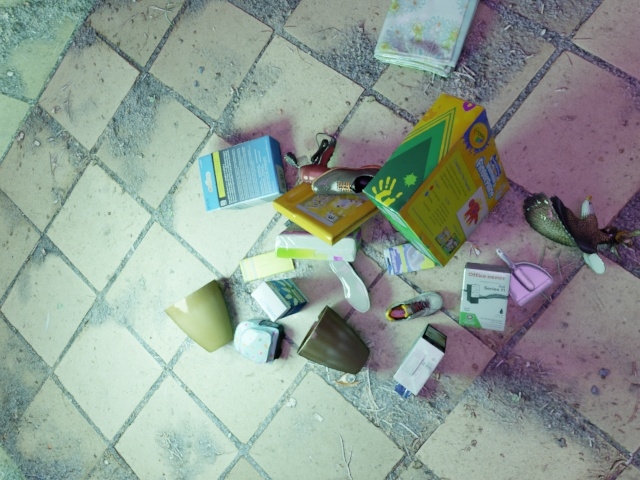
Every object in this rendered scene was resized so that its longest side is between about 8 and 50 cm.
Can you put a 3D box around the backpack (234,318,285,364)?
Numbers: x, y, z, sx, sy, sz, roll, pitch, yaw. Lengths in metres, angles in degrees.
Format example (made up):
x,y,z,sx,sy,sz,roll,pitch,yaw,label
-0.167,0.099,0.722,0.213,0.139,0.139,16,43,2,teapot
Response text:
x,y,z,sx,sy,sz,roll,pitch,yaw,label
-0.259,0.406,1.666,0.188,0.144,0.166,13,97,20,backpack

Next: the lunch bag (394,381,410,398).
x,y,z,sx,sy,sz,roll,pitch,yaw,label
0.323,0.529,1.516,0.065,0.067,0.099,29,95,16,lunch bag

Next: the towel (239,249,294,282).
x,y,z,sx,sy,sz,roll,pitch,yaw,label
-0.227,0.104,1.734,0.237,0.021,0.102,-16,88,15,towel

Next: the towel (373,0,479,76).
x,y,z,sx,sy,sz,roll,pitch,yaw,label
0.405,-0.830,1.544,0.320,0.090,0.375,21,93,16,towel

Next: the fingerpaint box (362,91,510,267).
x,y,z,sx,sy,sz,roll,pitch,yaw,label
0.387,-0.167,1.305,0.371,0.444,0.163,-51,50,3,fingerpaint box

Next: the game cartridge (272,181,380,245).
x,y,z,sx,sy,sz,roll,pitch,yaw,label
0.028,-0.137,1.519,0.285,0.053,0.323,-36,51,-28,game cartridge

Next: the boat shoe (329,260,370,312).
x,y,z,sx,sy,sz,roll,pitch,yaw,label
0.118,0.160,1.591,0.095,0.079,0.255,-39,75,15,boat shoe

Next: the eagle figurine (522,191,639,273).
x,y,z,sx,sy,sz,roll,pitch,yaw,label
0.822,-0.045,1.318,0.298,0.226,0.225,10,54,2,eagle figurine

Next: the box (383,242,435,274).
x,y,z,sx,sy,sz,roll,pitch,yaw,label
0.333,0.065,1.548,0.178,0.042,0.109,-13,83,16,box

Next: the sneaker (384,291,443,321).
x,y,z,sx,sy,sz,roll,pitch,yaw,label
0.344,0.255,1.509,0.225,0.092,0.088,-23,81,14,sneaker

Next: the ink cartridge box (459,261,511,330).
x,y,z,sx,sy,sz,roll,pitch,yaw,label
0.568,0.191,1.420,0.152,0.087,0.209,5,102,22,ink cartridge box

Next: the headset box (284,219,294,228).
x,y,z,sx,sy,sz,roll,pitch,yaw,label
-0.100,-0.072,1.694,0.083,0.032,0.062,-43,77,10,headset box

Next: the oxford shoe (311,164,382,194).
x,y,z,sx,sy,sz,roll,pitch,yaw,label
0.092,-0.208,1.454,0.271,0.098,0.097,-11,115,16,oxford shoe

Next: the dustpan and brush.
x,y,z,sx,sy,sz,roll,pitch,yaw,label
0.686,0.110,1.425,0.147,0.060,0.211,-42,76,12,dustpan and brush

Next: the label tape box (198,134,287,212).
x,y,z,sx,sy,sz,roll,pitch,yaw,label
-0.329,-0.269,1.736,0.347,0.115,0.249,-13,83,19,label tape box

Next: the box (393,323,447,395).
x,y,z,sx,sy,sz,roll,pitch,yaw,label
0.348,0.395,1.399,0.087,0.290,0.169,34,99,17,box

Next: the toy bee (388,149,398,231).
x,y,z,sx,sy,sz,roll,pitch,yaw,label
0.337,-0.203,1.493,0.162,0.195,0.299,-20,86,56,toy bee

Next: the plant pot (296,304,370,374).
x,y,z,sx,sy,sz,roll,pitch,yaw,label
0.063,0.397,1.549,0.230,0.215,0.215,33,97,1,plant pot

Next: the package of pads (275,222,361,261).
x,y,z,sx,sy,sz,roll,pitch,yaw,label
0.000,0.000,1.549,0.296,0.229,0.101,3,104,11,package of pads

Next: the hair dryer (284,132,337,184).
x,y,z,sx,sy,sz,roll,pitch,yaw,label
0.008,-0.307,1.583,0.223,0.080,0.294,-33,61,-6,hair dryer

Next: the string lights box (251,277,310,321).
x,y,z,sx,sy,sz,roll,pitch,yaw,label
-0.147,0.222,1.576,0.077,0.259,0.133,-45,77,11,string lights box

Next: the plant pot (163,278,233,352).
x,y,z,sx,sy,sz,roll,pitch,yaw,label
-0.481,0.330,1.711,0.237,0.237,0.254,-29,94,14,plant pot
